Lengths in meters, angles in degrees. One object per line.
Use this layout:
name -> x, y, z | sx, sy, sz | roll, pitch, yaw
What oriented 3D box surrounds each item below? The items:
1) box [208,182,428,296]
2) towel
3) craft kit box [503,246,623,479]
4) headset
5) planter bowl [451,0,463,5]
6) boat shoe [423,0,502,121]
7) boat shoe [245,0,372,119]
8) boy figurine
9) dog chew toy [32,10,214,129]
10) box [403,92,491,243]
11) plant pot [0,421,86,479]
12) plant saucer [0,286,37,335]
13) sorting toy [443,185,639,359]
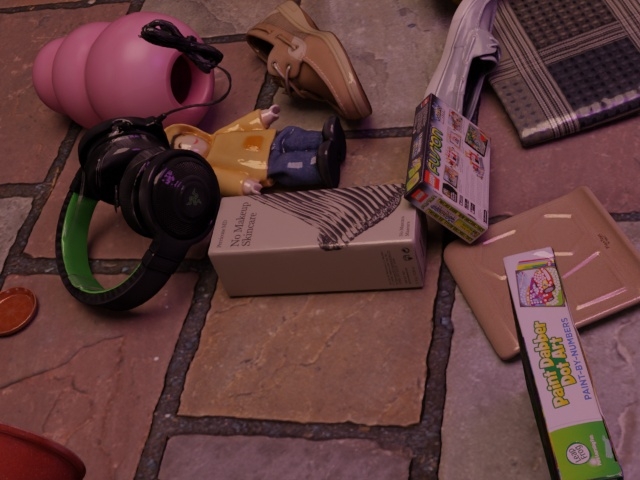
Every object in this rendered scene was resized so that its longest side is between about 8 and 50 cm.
box -> 0.000, 0.000, 1.263 | 0.275, 0.094, 0.113 | -4, 48, 13
towel -> 0.395, -0.290, 1.432 | 0.312, 0.056, 0.324 | -19, 49, 5
craft kit box -> 0.240, 0.177, 0.928 | 0.061, 0.250, 0.246 | -11, 47, 10
headset -> -0.254, -0.097, 1.293 | 0.243, 0.185, 0.394 | 37, 99, 41
planter bowl -> 0.263, -0.445, 1.569 | 0.217, 0.090, 0.217 | -8, 45, 8
boat shoe -> 0.226, -0.265, 1.404 | 0.081, 0.079, 0.227 | 17, 81, 33
boat shoe -> -0.023, -0.268, 1.498 | 0.110, 0.121, 0.341 | -30, 38, -4
boy figurine -> -0.106, -0.136, 1.420 | 0.285, 0.092, 0.177 | 4, 55, 18
dog chew toy -> -0.334, -0.262, 1.539 | 0.332, 0.206, 0.206 | 7, 52, 33
box -> 0.173, -0.100, 1.267 | 0.036, 0.114, 0.207 | -44, 21, 37
plant pot -> -0.407, 0.349, 0.992 | 0.272, 0.272, 0.265 | -5, 57, 14
plant saucer -> -0.446, 0.103, 1.370 | 0.084, 0.013, 0.083 | -9, 48, 10
sorting toy -> 0.281, 0.039, 1.185 | 0.208, 0.038, 0.193 | -25, 47, 1
